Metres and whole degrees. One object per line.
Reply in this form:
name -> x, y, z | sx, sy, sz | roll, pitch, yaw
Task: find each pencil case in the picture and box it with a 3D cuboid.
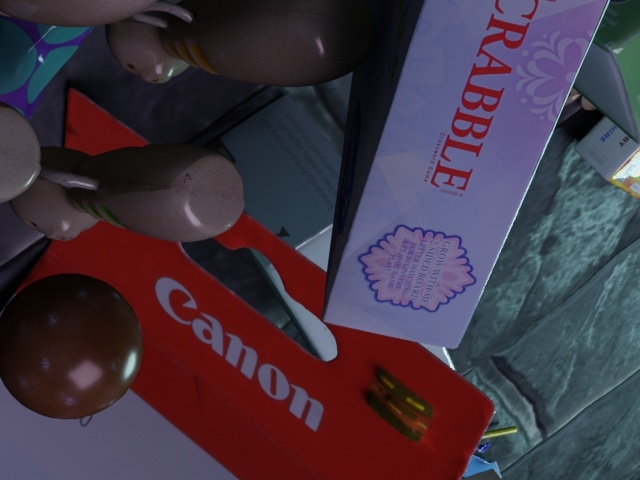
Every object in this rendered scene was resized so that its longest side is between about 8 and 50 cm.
pencil case -> -0.168, -0.080, 0.664 | 0.151, 0.064, 0.070 | -51, 167, 21

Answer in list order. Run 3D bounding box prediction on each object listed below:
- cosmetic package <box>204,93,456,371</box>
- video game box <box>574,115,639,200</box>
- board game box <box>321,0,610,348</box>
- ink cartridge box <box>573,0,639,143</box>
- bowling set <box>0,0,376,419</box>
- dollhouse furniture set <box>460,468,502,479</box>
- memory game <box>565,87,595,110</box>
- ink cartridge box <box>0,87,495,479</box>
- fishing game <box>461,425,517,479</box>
cosmetic package -> 0.009, 0.022, 0.882 | 0.085, 0.117, 0.231 | -33, 143, -5
video game box -> 0.321, -0.105, 1.064 | 0.187, 0.048, 0.205 | -50, 148, 15
board game box -> 0.078, -0.174, 0.568 | 0.066, 0.318, 0.318 | 13, 132, -5
ink cartridge box -> 0.228, -0.181, 0.802 | 0.212, 0.154, 0.093 | -36, 135, -2
bowling set -> -0.129, -0.041, 0.505 | 0.287, 0.154, 0.200 | 18, 81, -44
dollhouse furniture set -> -0.017, 0.323, 0.976 | 0.256, 0.394, 0.362 | -12, 139, -30
memory game -> 0.231, -0.168, 0.953 | 0.186, 0.012, 0.186 | -23, 143, -18
ink cartridge box -> -0.096, 0.149, 0.776 | 0.091, 0.308, 0.385 | -34, 152, -43
fishing game -> 0.113, 0.294, 1.369 | 0.189, 0.041, 0.264 | 1, 131, -38
